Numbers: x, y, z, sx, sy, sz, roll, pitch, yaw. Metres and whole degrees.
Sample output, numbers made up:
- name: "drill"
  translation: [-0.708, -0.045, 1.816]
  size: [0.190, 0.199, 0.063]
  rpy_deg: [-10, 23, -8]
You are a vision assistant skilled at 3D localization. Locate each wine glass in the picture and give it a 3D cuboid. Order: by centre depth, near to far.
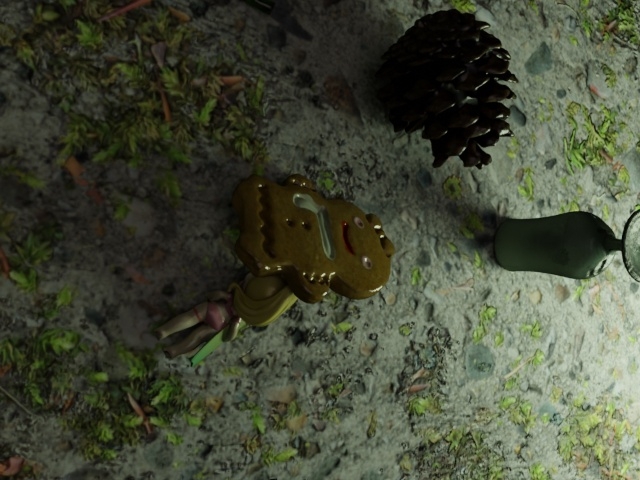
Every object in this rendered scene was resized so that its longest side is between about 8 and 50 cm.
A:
- name: "wine glass"
  translation: [0.374, 0.007, 0.899]
  size: [0.103, 0.231, 0.103]
  rpy_deg: [1, 89, -30]

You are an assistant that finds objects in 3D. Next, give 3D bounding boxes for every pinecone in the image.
- name: "pinecone"
  translation: [0.175, -0.203, 0.827]
  size: [0.184, 0.179, 0.205]
  rpy_deg: [-86, 151, -50]

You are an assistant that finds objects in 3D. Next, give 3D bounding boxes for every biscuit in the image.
- name: "biscuit"
  translation: [0.002, -0.001, 0.767]
  size: [0.248, 0.035, 0.184]
  rpy_deg: [17, 50, -33]

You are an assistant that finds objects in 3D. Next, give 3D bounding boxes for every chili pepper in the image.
- name: "chili pepper"
  translation: [-0.093, -0.320, 0.771]
  size: [0.027, 0.022, 0.083]
  rpy_deg: [-43, 114, 15]

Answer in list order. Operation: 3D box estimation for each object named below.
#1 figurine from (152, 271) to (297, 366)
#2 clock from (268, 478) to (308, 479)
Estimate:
- name: "figurine"
  translation: [-0.108, 0.090, 0.739]
  size: [0.187, 0.083, 0.083]
  rpy_deg: [-23, 101, -16]
- name: "clock"
  translation: [-0.064, 0.374, 0.775]
  size: [0.108, 0.045, 0.147]
  rpy_deg: [19, 81, -28]
